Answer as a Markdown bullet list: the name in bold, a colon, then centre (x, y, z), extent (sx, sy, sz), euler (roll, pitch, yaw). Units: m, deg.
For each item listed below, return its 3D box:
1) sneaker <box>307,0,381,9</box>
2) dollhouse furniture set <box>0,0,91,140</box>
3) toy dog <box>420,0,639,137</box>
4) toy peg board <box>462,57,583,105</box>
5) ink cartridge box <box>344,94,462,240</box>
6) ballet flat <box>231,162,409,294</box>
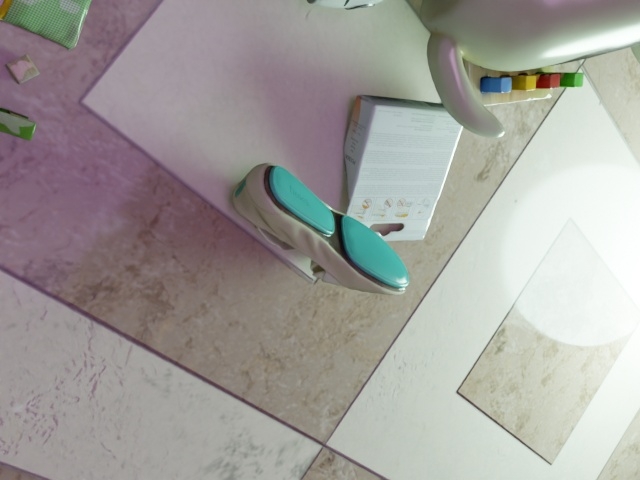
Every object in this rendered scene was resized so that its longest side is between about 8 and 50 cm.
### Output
- **sneaker**: centre (0.008, -0.383, 0.540), extent (0.146, 0.122, 0.330), euler (-21, 116, -15)
- **dollhouse furniture set**: centre (-0.244, -0.164, 0.490), extent (0.076, 0.059, 0.151), euler (19, 93, -34)
- **toy dog**: centre (0.334, -0.277, 0.592), extent (0.408, 0.284, 0.395), euler (11, 95, -12)
- **toy peg board**: centre (0.269, -0.259, 0.759), extent (0.161, 0.079, 0.161), euler (-13, 109, -28)
- **ink cartridge box**: centre (0.092, -0.085, 0.736), extent (0.145, 0.045, 0.179), euler (-2, 123, -31)
- **ballet flat**: centre (0.000, 0.000, 0.675), extent (0.248, 0.086, 0.086), euler (38, 83, -31)
